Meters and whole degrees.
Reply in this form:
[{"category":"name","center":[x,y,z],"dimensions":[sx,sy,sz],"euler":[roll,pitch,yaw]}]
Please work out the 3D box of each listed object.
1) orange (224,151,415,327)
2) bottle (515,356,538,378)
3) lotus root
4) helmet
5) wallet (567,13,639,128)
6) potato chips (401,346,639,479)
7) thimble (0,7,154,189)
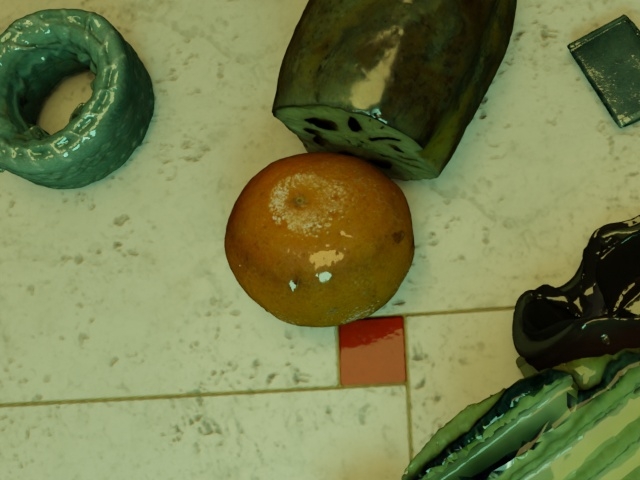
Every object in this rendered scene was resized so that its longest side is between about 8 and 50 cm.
[{"category":"orange","center":[0.000,0.000,1.454],"dimensions":[0.224,0.170,0.224],"euler":[-5,55,8]},{"category":"bottle","center":[0.267,0.175,1.432],"dimensions":[0.063,0.047,0.101],"euler":[-34,75,39]},{"category":"lotus root","center":[0.101,-0.256,1.466],"dimensions":[0.250,0.250,0.346],"euler":[25,77,15]},{"category":"helmet","center":[0.371,0.082,1.350],"dimensions":[0.305,0.225,0.177],"euler":[-35,100,-2]},{"category":"wallet","center":[0.370,-0.206,1.503],"dimensions":[0.088,0.026,0.129],"euler":[-28,73,-1]},{"category":"potato chips","center":[0.296,0.264,1.270],"dimensions":[0.429,0.070,0.358],"euler":[-40,113,5]},{"category":"thimble","center":[-0.331,-0.173,1.566],"dimensions":[0.235,0.143,0.198],"euler":[-43,73,-2]}]
